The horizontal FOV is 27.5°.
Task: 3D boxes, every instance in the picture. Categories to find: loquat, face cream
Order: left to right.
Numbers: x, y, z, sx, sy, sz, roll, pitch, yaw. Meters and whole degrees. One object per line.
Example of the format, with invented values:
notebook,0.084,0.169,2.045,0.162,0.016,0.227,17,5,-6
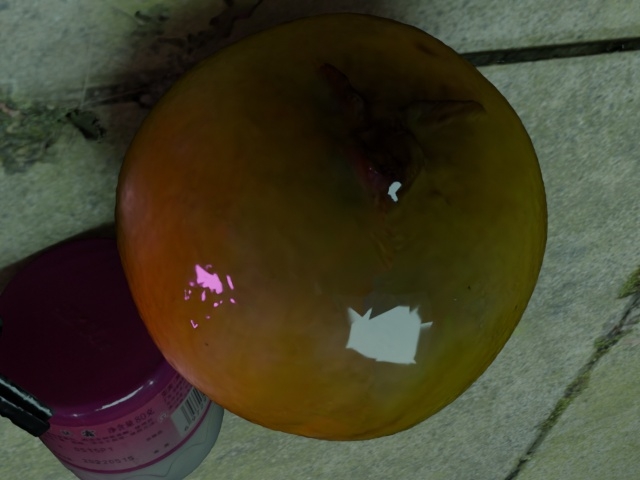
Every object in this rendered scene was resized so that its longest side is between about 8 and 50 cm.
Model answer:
face cream,-0.184,0.117,1.167,0.175,0.175,0.195,-24,146,-8
loquat,0.000,0.000,1.023,0.329,0.328,0.359,-15,159,-21

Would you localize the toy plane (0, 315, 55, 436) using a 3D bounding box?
toy plane,-0.327,0.000,0.925,0.106,0.155,0.381,-29,132,2
